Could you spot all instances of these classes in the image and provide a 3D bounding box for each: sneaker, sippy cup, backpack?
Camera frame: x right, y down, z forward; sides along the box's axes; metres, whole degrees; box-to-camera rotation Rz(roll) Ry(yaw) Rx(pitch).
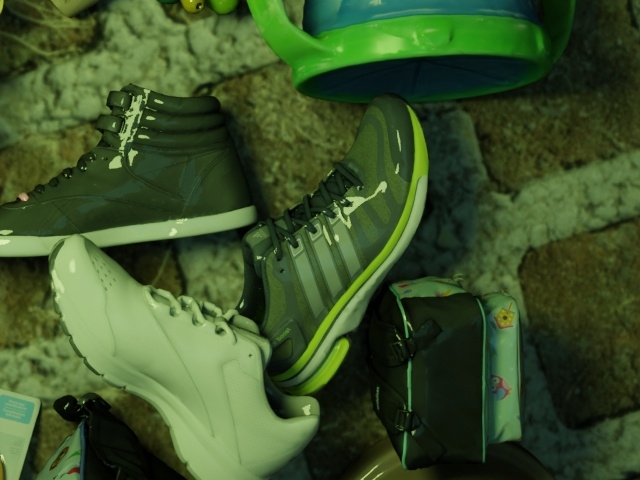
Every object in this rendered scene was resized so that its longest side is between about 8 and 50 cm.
[{"bbox_3d":[-0.119,0.096,1.513,0.129,0.111,0.297,-38,108,17],"label":"sneaker"},{"bbox_3d":[0.085,-0.251,1.524,0.240,0.305,0.224,-5,84,22],"label":"sippy cup"},{"bbox_3d":[-0.164,0.299,1.513,0.276,0.263,0.213,34,91,-9],"label":"backpack"},{"bbox_3d":[0.112,0.113,1.569,0.144,0.188,0.166,-6,98,-12],"label":"backpack"},{"bbox_3d":[0.000,0.000,1.555,0.121,0.111,0.300,20,99,-28],"label":"sneaker"},{"bbox_3d":[-0.212,-0.065,1.560,0.296,0.104,0.147,-9,94,-12],"label":"sneaker"}]

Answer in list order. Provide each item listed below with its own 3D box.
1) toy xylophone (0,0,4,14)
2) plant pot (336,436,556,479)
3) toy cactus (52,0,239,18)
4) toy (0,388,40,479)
[{"bbox_3d":[-0.384,-0.242,1.503,0.236,0.081,0.322,22,76,-10],"label":"toy xylophone"},{"bbox_3d":[0.130,0.316,1.567,0.263,0.229,0.263,-1,95,-5],"label":"plant pot"},{"bbox_3d":[-0.170,-0.269,1.551,0.180,0.112,0.219,-41,107,8],"label":"toy cactus"},{"bbox_3d":[-0.348,0.230,1.540,0.137,0.056,0.237,17,67,-8],"label":"toy"}]
